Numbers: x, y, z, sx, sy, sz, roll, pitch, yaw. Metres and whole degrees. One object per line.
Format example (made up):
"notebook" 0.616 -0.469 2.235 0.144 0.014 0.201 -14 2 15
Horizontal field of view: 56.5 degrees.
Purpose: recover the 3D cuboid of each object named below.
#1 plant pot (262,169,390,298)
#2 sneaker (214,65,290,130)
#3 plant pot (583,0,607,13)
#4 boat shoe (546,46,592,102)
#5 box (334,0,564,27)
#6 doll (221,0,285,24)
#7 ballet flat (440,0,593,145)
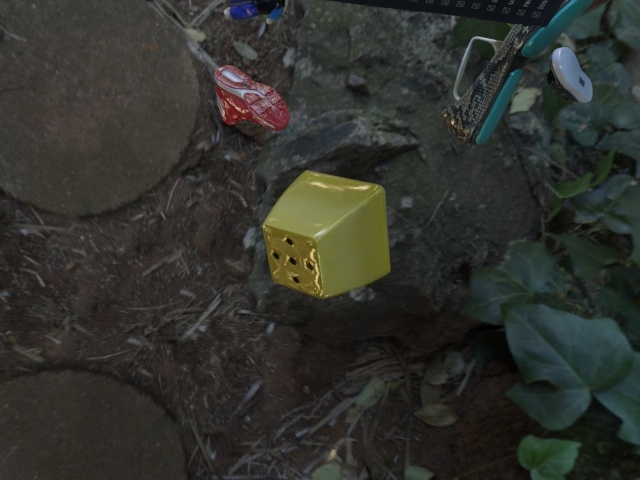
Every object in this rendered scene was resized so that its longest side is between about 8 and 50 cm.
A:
"plant pot" 0.000 0.000 1.237 0.187 0.212 0.212 -36 130 -40
"sneaker" -0.163 -0.310 1.420 0.087 0.128 0.221 -37 71 -27
"plant pot" 0.799 -0.776 1.765 0.230 0.215 0.215 -18 87 -20
"boat shoe" 0.583 -0.390 1.431 0.228 0.076 0.080 13 83 -49
"box" 0.234 -0.632 0.951 0.472 0.480 0.297 3 69 -7
"doll" -0.141 -0.571 1.394 0.189 0.046 0.129 -1 114 21
"ballet flat" 0.452 -0.461 1.449 0.182 0.482 0.164 45 31 19
